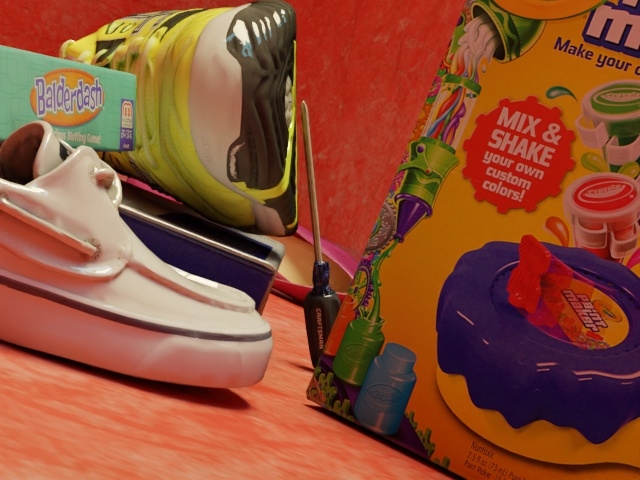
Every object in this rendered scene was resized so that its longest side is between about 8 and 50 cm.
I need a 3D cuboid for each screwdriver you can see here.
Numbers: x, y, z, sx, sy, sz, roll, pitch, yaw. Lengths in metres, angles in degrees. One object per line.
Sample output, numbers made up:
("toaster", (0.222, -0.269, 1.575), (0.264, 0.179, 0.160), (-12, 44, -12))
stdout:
("screwdriver", (0.000, 0.000, 0.874), (0.025, 0.169, 0.024), (16, 26, 42))

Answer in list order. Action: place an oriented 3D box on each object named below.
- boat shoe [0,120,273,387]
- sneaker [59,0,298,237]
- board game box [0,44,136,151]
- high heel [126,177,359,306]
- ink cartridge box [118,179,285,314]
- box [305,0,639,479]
("boat shoe", (-0.127, -0.008, 0.618), (0.268, 0.088, 0.096), (21, 2, -26))
("sneaker", (-0.093, -0.078, 0.922), (0.147, 0.145, 0.385), (1, 3, -9))
("board game box", (-0.224, -0.072, 0.757), (0.210, 0.047, 0.160), (2, 1, 16))
("high heel", (-0.070, -0.004, 1.340), (0.244, 0.082, 0.117), (35, -9, -3))
("ink cartridge box", (-0.108, 0.006, 0.871), (0.165, 0.065, 0.333), (22, 0, 0))
("box", (0.196, 0.017, 0.740), (0.290, 0.279, 0.177), (22, 2, 31))
